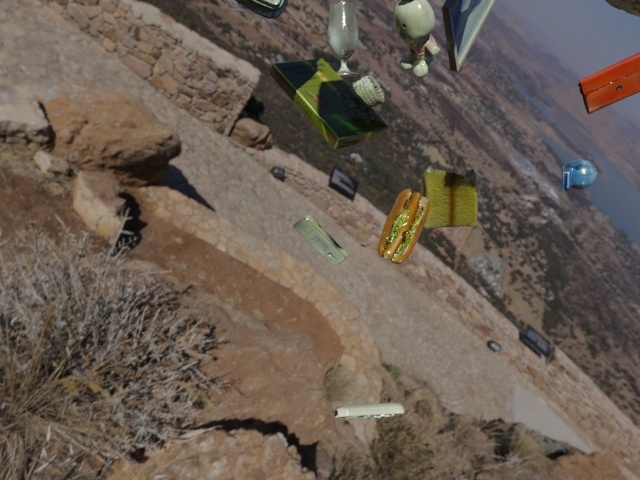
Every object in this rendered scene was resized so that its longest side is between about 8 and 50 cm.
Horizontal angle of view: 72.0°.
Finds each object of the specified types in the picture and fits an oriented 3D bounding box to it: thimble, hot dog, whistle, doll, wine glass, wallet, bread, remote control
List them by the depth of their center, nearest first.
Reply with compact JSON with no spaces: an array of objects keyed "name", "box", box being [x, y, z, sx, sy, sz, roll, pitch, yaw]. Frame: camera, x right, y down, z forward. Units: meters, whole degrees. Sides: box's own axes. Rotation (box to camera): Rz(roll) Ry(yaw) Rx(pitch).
[{"name":"whistle","box":[0.700,-0.175,1.194,0.090,0.090,0.158,46,33,5]},{"name":"doll","box":[0.286,-0.635,1.323,0.155,0.113,0.275,46,-14,43]},{"name":"remote control","box":[0.150,0.523,1.356,0.222,0.078,0.042,3,64,-11]},{"name":"thimble","box":[0.151,-0.461,1.369,0.110,0.062,0.084,42,38,-42]},{"name":"wine glass","box":[0.069,-0.626,1.379,0.103,0.103,0.222,-21,113,-52]},{"name":"wallet","box":[0.991,-0.527,1.478,0.142,0.204,0.045,49,30,-34]},{"name":"hot dog","box":[0.303,-0.052,1.588,0.135,0.100,0.337,32,58,-3]},{"name":"remote control","box":[0.000,0.000,1.696,0.233,0.098,0.038,45,50,-13]},{"name":"bread","box":[0.537,-0.234,1.843,0.233,0.361,0.244,-2,53,12]}]

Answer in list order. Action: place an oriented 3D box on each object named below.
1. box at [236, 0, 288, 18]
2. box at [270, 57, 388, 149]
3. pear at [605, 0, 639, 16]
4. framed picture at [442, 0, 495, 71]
[{"name":"box","box":[-0.116,-0.583,0.792,0.221,0.290,0.166,18,24,-24]},{"name":"box","box":[0.019,-0.371,1.166,0.173,0.043,0.311,-21,63,-32]},{"name":"pear","box":[0.657,-0.591,0.853,0.238,0.255,0.164,9,36,-20]},{"name":"framed picture","box":[0.285,-0.446,0.826,0.015,0.203,0.150,23,-15,30]}]
